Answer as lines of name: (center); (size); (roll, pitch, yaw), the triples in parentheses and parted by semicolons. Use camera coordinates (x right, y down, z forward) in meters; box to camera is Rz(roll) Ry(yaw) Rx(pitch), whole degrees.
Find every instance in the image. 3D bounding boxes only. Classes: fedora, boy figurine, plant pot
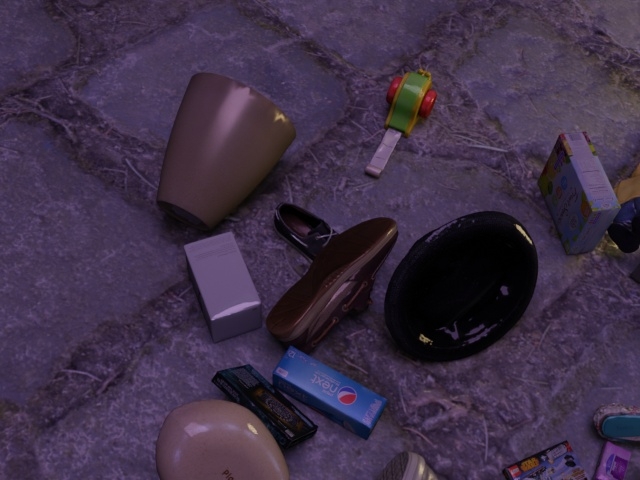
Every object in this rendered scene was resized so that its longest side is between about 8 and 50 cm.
fedora: (0.259, 0.074, 1.552); (0.334, 0.333, 0.152); (-14, 25, -13)
boy figurine: (0.707, -0.090, 1.730); (0.092, 0.177, 0.285); (54, 42, -14)
plant pot: (-0.225, -0.168, 1.657); (0.257, 0.256, 0.273); (24, 74, 10)

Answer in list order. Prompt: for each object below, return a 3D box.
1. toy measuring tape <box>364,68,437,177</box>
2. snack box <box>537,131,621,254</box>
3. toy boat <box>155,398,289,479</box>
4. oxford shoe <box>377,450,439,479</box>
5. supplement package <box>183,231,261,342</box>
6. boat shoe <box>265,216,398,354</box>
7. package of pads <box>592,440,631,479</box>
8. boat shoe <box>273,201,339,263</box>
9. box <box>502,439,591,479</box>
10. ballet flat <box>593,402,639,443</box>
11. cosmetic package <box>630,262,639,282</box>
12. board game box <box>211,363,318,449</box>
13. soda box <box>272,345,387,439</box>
toy measuring tape: (0.189, -0.296, 1.830); (0.122, 0.121, 0.330); (24, 59, 11)
snack box: (0.555, -0.101, 1.697); (0.070, 0.174, 0.207); (-8, 58, -8)
toy boat: (-0.224, 0.402, 1.309); (0.318, 0.267, 0.148); (-35, 26, -10)
oxford shoe: (0.099, 0.560, 1.257); (0.130, 0.169, 0.449); (36, 59, -8)
supplement package: (-0.194, 0.092, 1.554); (0.105, 0.105, 0.179); (-17, 60, -15)
boat shoe: (0.043, 0.095, 1.562); (0.342, 0.123, 0.123); (-47, 34, -21)
package of pads: (0.540, 0.419, 1.446); (0.050, 0.032, 0.083); (24, 59, 12)
boat shoe: (0.000, 0.000, 1.646); (0.233, 0.079, 0.084); (33, 60, 13)
box: (0.415, 0.434, 1.429); (0.137, 0.027, 0.093); (-18, 62, -16)
ballet flat: (0.633, 0.344, 1.470); (0.241, 0.091, 0.077); (11, 13, 4)
cosmetic package: (0.795, 0.088, 1.639); (0.238, 0.107, 0.127); (39, 66, 16)
board game box: (-0.099, 0.299, 1.425); (0.186, 0.126, 0.026); (39, 101, 19)
soda box: (0.015, 0.285, 1.466); (0.210, 0.071, 0.067); (28, 60, 13)
